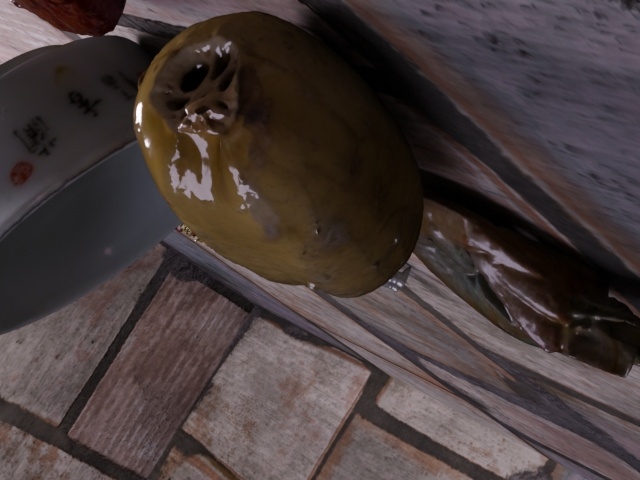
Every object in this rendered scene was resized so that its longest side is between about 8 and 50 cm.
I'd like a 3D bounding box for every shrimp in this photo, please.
[{"bbox_3d":[0.151,0.027,1.047,0.168,0.077,0.317,40,173,-33],"label":"shrimp"}]

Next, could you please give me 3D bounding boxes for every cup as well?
[{"bbox_3d":[-0.251,-0.071,1.241,0.163,0.347,0.347,52,177,11],"label":"cup"}]

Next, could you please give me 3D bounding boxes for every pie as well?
[{"bbox_3d":[-0.244,-0.235,1.013,0.204,0.054,0.219,24,168,48],"label":"pie"}]

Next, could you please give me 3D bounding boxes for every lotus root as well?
[{"bbox_3d":[-0.012,-0.045,0.938,0.169,0.151,0.343,15,167,25],"label":"lotus root"}]

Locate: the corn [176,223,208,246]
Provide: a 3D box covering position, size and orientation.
[{"bbox_3d":[-0.163,-0.051,1.776,0.290,0.098,0.098,30,173,-4],"label":"corn"}]

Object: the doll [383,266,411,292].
[{"bbox_3d":[0.000,0.000,1.583,0.227,0.057,0.114,23,179,2],"label":"doll"}]
